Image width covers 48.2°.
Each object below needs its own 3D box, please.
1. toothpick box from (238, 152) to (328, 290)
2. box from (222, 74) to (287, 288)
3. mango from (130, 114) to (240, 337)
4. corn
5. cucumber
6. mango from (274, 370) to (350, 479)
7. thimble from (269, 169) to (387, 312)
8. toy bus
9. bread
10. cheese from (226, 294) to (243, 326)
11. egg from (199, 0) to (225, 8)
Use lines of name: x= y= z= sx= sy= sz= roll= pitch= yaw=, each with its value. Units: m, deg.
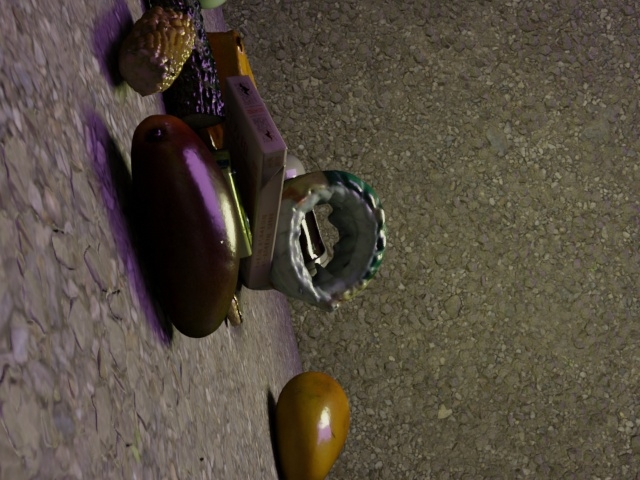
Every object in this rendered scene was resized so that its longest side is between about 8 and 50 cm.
toothpick box: x=-0.124 y=-0.064 z=1.626 sx=0.229 sy=0.229 sz=0.316 roll=-104 pitch=180 yaw=-78
box: x=-0.133 y=-0.099 z=1.330 sx=0.365 sy=0.051 sz=0.205 roll=103 pitch=-31 yaw=-48
mango: x=-0.148 y=-0.014 z=0.815 sx=0.133 sy=0.111 sz=0.268 roll=-133 pitch=-147 yaw=-66
corn: x=-0.218 y=-0.256 z=0.954 sx=0.288 sy=0.086 sz=0.087 roll=-100 pitch=177 yaw=-64
cucumber: x=-0.239 y=-0.367 z=1.219 sx=0.096 sy=0.096 sz=0.359 roll=79 pitch=-1 yaw=-81
mango: x=-0.024 y=0.433 z=1.652 sx=0.317 sy=0.172 sz=0.211 roll=-74 pitch=160 yaw=-65
thimble: x=0.000 y=0.000 z=1.473 sx=0.167 sy=0.254 sz=0.288 roll=-169 pitch=-99 yaw=-67
toy bus: x=-0.170 y=-0.057 z=1.203 sx=0.101 sy=0.088 sz=0.175 roll=-100 pitch=179 yaw=-59
bread: x=-0.197 y=-0.291 z=1.446 sx=0.195 sy=0.142 sz=0.270 roll=-10 pitch=85 yaw=-88
cheese: x=-0.162 y=0.113 z=1.284 sx=0.044 sy=0.030 sz=0.083 roll=29 pitch=-39 yaw=61
egg: x=-0.274 y=-0.637 z=1.700 sx=0.149 sy=0.149 sz=0.192 roll=78 pitch=5 yaw=-57
